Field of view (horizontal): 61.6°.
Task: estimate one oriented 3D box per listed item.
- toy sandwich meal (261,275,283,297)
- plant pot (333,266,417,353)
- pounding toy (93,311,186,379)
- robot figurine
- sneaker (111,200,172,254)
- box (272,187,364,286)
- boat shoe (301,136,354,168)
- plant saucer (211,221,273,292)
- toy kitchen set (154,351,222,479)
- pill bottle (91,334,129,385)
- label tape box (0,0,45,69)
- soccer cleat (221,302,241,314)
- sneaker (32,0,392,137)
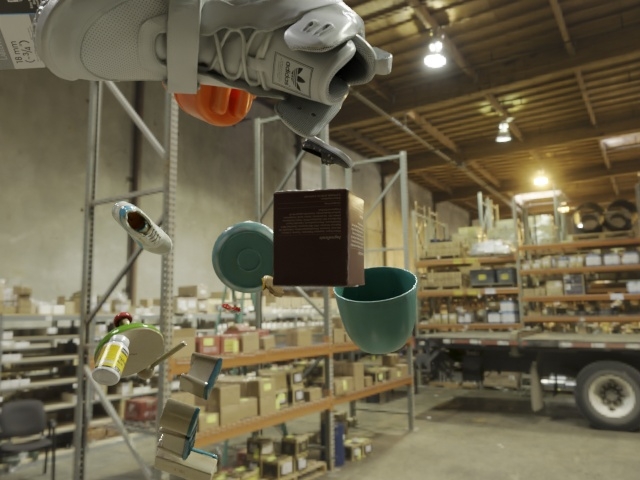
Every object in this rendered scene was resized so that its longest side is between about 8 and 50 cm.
[{"bbox_3d":[-0.140,0.133,1.516,0.029,0.085,0.085,-40,-20,14],"label":"toy sandwich meal"},{"bbox_3d":[0.203,0.256,1.902,0.293,0.235,0.293,-7,20,3],"label":"plant pot"},{"bbox_3d":[-0.522,0.281,1.488,0.183,0.110,0.237,-45,-38,4],"label":"pounding toy"},{"bbox_3d":[-0.220,-0.304,1.096,0.158,0.128,0.219,-37,38,-19],"label":"robot figurine"},{"bbox_3d":[-0.547,-0.026,1.673,0.092,0.087,0.229,20,-21,48],"label":"sneaker"},{"bbox_3d":[0.000,0.000,1.171,0.167,0.203,0.168,-1,-5,16],"label":"box"},{"bbox_3d":[0.022,-0.331,2.093,0.228,0.076,0.080,34,-7,13],"label":"boat shoe"},{"bbox_3d":[-0.306,0.079,2.290,0.317,0.317,0.044,0,11,-5],"label":"plant saucer"},{"bbox_3d":[-0.246,0.367,1.110,0.122,0.166,0.207,19,-51,1],"label":"toy kitchen set"},{"bbox_3d":[-0.509,0.290,1.314,0.065,0.116,0.065,0,-51,0],"label":"pill bottle"},{"bbox_3d":[-0.790,-0.544,1.309,0.333,0.106,0.240,-9,-34,-17],"label":"label tape box"},{"bbox_3d":[-0.359,0.277,2.150,0.083,0.035,0.029,17,29,-23],"label":"soccer cleat"},{"bbox_3d":[-0.097,-0.213,0.583,0.366,0.210,0.137,-22,-33,-28],"label":"sneaker"}]
